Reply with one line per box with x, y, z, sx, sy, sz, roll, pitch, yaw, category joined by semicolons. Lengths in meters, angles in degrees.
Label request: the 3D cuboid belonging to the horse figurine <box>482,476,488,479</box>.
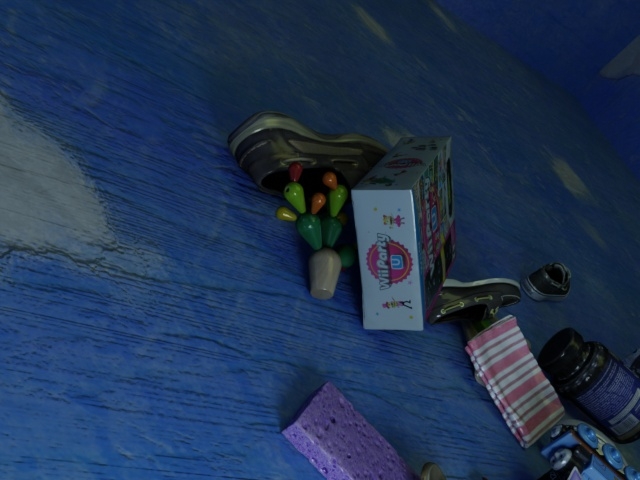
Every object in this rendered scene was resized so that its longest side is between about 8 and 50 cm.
0.272;0.424;1.242;0.174;0.066;0.263;51;18;-9;horse figurine

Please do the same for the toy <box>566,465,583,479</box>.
0.400;0.439;1.324;0.237;0.056;0.137;56;40;-5;toy

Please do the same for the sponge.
0.053;0.275;1.182;0.210;0.031;0.117;47;26;0;sponge

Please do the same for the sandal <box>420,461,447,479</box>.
0.177;0.343;1.198;0.180;0.049;0.072;59;24;-12;sandal

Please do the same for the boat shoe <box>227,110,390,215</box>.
0.004;-0.101;1.594;0.356;0.132;0.130;10;52;-39;boat shoe

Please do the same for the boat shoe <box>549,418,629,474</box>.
0.461;0.399;1.546;0.258;0.095;0.084;48;21;9;boat shoe

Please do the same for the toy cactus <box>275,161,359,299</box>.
0.000;0.000;1.449;0.219;0.112;0.180;55;35;-51;toy cactus

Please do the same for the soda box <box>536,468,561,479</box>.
0.391;0.421;1.452;0.060;0.053;0.168;10;42;-50;soda box

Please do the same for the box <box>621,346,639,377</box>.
0.792;0.309;2.136;0.247;0.142;0.163;17;37;-46;box

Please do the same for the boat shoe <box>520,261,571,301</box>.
0.513;0.088;2.128;0.077;0.070;0.219;54;26;17;boat shoe

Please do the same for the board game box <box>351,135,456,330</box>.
0.140;-0.020;1.530;0.303;0.098;0.223;-48;135;-62;board game box

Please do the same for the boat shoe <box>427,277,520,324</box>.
0.261;0.109;1.670;0.228;0.081;0.068;0;61;-33;boat shoe

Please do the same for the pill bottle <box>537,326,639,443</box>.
0.511;0.265;1.793;0.219;0.123;0.123;41;25;-8;pill bottle

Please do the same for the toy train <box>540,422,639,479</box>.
0.407;0.351;1.431;0.184;0.080;0.105;43;32;-5;toy train

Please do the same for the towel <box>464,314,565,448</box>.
0.325;0.230;1.603;0.144;0.029;0.197;-23;81;-48;towel

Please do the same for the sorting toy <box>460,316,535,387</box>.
0.327;0.205;1.702;0.193;0.038;0.208;34;27;-23;sorting toy
